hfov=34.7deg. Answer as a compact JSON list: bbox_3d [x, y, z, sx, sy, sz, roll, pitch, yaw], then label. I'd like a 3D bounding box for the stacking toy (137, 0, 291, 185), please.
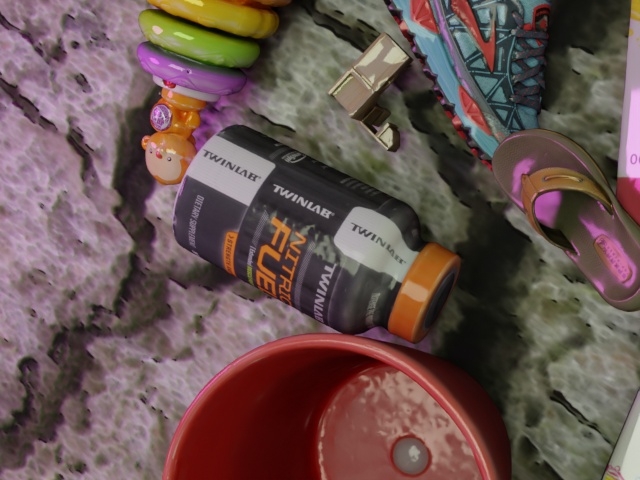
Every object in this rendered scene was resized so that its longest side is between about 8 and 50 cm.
[{"bbox_3d":[-0.111,-0.193,0.952,0.175,0.165,0.302,24,105,18],"label":"stacking toy"}]

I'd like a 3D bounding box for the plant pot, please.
[{"bbox_3d":[0.043,0.201,0.848,0.274,0.243,0.275,0,91,21],"label":"plant pot"}]

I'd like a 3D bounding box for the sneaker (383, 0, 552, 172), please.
[{"bbox_3d":[0.150,-0.163,0.876,0.125,0.104,0.262,-31,81,16],"label":"sneaker"}]

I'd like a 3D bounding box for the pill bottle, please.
[{"bbox_3d":[0.000,0.000,0.920,0.245,0.130,0.130,27,100,18],"label":"pill bottle"}]

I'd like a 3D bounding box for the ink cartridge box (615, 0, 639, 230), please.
[{"bbox_3d":[0.370,-0.136,0.711,0.279,0.160,0.385,7,93,49],"label":"ink cartridge box"}]

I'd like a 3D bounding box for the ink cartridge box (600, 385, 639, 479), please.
[{"bbox_3d":[0.323,0.222,0.811,0.201,0.117,0.278,22,98,19],"label":"ink cartridge box"}]

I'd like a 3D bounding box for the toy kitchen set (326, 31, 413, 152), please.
[{"bbox_3d":[0.064,-0.129,0.917,0.075,0.083,0.068,-45,77,15],"label":"toy kitchen set"}]

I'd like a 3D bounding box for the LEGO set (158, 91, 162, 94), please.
[{"bbox_3d":[-0.142,-0.151,1.025,0.054,0.023,0.083,-5,90,21],"label":"LEGO set"}]

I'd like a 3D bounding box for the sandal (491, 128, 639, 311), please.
[{"bbox_3d":[0.184,-0.021,0.765,0.072,0.049,0.180,-58,48,33],"label":"sandal"}]
